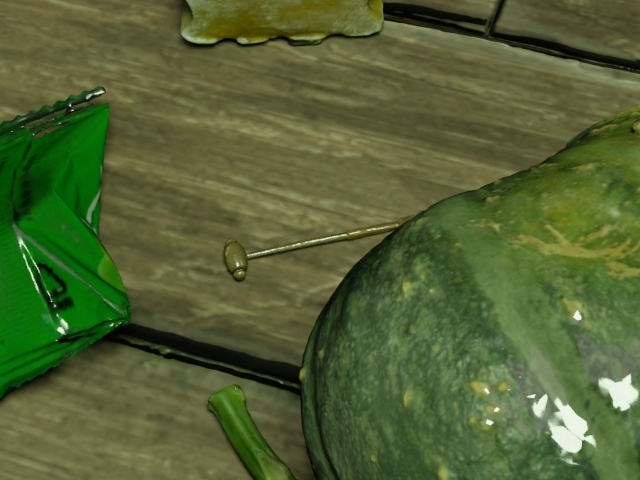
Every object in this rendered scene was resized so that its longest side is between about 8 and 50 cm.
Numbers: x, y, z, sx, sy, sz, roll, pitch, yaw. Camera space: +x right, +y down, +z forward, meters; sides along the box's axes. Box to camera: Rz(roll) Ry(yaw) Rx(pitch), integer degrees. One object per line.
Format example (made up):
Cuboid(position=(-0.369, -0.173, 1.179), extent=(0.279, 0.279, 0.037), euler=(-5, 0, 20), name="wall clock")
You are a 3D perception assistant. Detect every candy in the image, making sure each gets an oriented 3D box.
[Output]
Cuboid(position=(-0.187, -0.003, 0.907), extent=(0.141, 0.078, 0.203), euler=(-13, 52, -3), name="candy")

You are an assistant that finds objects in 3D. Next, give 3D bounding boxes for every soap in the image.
Cuboid(position=(-0.028, -0.248, 1.044), extent=(0.140, 0.073, 0.232), euler=(-1, 57, 0), name="soap")

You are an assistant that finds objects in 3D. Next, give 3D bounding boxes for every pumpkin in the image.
Cuboid(position=(0.162, 0.066, 0.702), extent=(0.327, 0.291, 0.257), euler=(-35, 76, -4), name="pumpkin")

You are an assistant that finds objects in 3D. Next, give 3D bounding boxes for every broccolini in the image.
Cuboid(position=(0.013, 0.163, 0.806), extent=(0.054, 0.051, 0.239), euler=(-39, 55, -11), name="broccolini")

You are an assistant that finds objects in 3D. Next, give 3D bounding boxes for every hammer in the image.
Cuboid(position=(0.000, 0.000, 0.921), extent=(0.122, 0.014, 0.029), euler=(-12, 66, -3), name="hammer")
